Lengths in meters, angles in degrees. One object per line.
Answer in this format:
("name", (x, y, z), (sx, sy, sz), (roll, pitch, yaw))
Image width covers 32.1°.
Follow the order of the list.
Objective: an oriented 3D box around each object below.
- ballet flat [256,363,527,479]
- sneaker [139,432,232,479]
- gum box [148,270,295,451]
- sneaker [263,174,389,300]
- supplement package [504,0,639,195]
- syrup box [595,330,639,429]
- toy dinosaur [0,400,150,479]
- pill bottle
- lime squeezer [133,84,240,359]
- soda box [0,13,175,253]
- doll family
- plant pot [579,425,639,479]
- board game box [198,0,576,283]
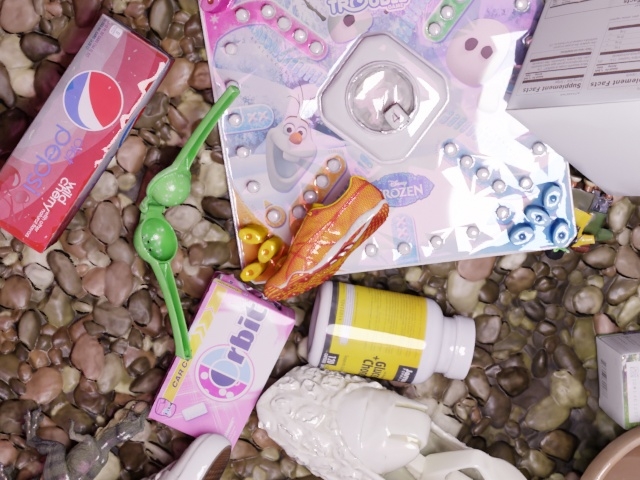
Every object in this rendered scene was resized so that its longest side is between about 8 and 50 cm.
("ballet flat", (0.125, 0.253, 1.293), (0.409, 0.147, 0.147), (32, 96, -12))
("sneaker", (-0.220, 0.313, 1.290), (0.123, 0.106, 0.290), (41, 108, 11))
("gum box", (-0.113, 0.139, 1.307), (0.107, 0.062, 0.188), (26, 96, -7))
("sneaker", (0.000, 0.000, 1.231), (0.175, 0.064, 0.067), (-43, 69, 9))
("supplement package", (0.360, -0.204, 1.146), (0.199, 0.198, 0.263), (31, 74, -34))
("syrup box", (0.458, 0.155, 1.324), (0.236, 0.096, 0.093), (-6, 100, -4))
("toy dinosaur", (-0.318, 0.273, 1.300), (0.118, 0.064, 0.268), (33, 79, 24))
("pill bottle", (0.081, 0.111, 1.293), (0.184, 0.103, 0.103), (10, 98, -4))
("lime squeezer", (-0.165, -0.030, 1.259), (0.058, 0.110, 0.310), (6, 99, -36))
("soda box", (-0.272, -0.119, 1.249), (0.092, 0.083, 0.263), (34, 96, -7))
("doll family", (0.256, -0.033, 1.298), (0.193, 0.076, 0.111), (19, 107, 1))
("plant pot", (0.382, 0.314, 1.291), (0.237, 0.110, 0.237), (-2, 97, -13))
("board game box", (0.069, -0.158, 1.241), (0.389, 0.050, 0.390), (-7, 99, 10))
